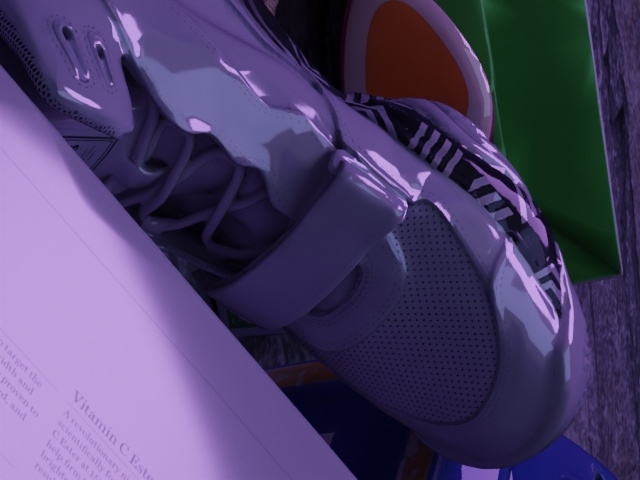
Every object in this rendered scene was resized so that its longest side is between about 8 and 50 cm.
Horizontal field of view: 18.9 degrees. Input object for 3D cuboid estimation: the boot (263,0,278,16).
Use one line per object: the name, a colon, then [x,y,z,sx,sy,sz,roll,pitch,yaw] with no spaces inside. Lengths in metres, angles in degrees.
boot: [-0.075,-0.238,0.948,0.262,0.095,0.203,57,-29,35]

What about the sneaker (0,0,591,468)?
sneaker: [-0.054,-0.020,0.796,0.366,0.137,0.210,48,36,2]

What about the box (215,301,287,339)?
box: [0.000,0.000,1.094,0.102,0.101,0.087,-35,117,-64]

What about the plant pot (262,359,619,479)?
plant pot: [0.022,0.189,0.960,0.212,0.236,0.236,60,33,-34]

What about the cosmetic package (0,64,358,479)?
cosmetic package: [-0.130,0.096,0.611,0.377,0.097,0.284,51,37,-20]

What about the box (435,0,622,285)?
box: [0.097,-0.117,1.220,0.231,0.126,0.262,-109,-172,-76]

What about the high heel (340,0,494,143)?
high heel: [0.065,-0.035,1.059,0.117,0.082,0.244,-112,176,-78]
